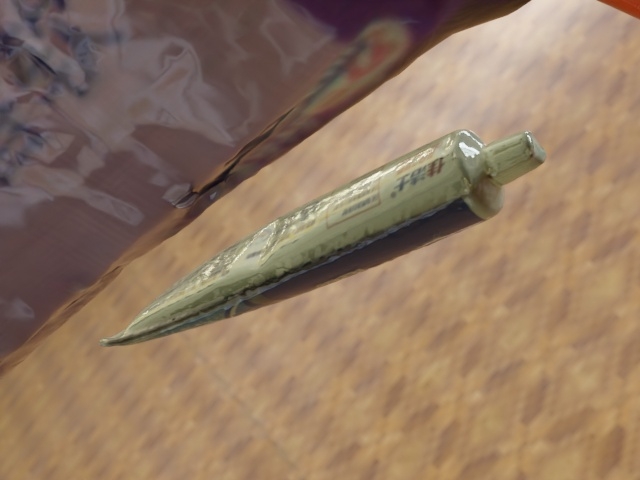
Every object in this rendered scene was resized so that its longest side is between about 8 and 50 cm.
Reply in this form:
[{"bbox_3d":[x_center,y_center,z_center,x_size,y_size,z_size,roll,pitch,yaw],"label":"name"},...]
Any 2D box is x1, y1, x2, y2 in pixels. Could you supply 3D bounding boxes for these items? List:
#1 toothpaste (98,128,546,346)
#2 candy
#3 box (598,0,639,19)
[{"bbox_3d":[0.000,0.001,0.961,0.268,0.047,0.069,-23,35,28],"label":"toothpaste"},{"bbox_3d":[-0.079,-0.023,0.387,0.275,0.145,0.070,-35,40,32],"label":"candy"},{"bbox_3d":[0.197,-0.199,0.497,0.318,0.348,0.257,-63,21,19],"label":"box"}]
